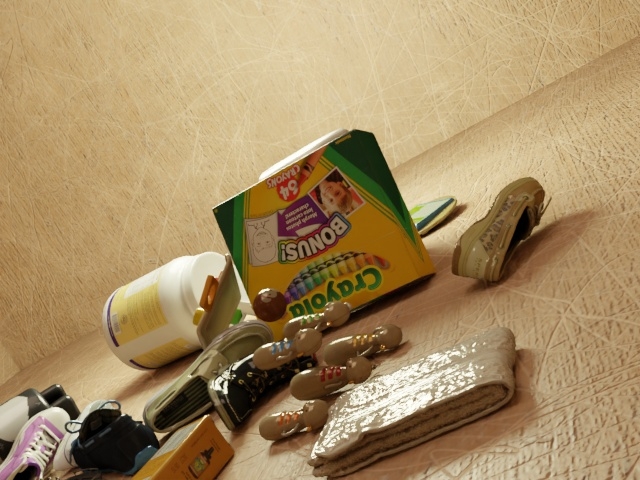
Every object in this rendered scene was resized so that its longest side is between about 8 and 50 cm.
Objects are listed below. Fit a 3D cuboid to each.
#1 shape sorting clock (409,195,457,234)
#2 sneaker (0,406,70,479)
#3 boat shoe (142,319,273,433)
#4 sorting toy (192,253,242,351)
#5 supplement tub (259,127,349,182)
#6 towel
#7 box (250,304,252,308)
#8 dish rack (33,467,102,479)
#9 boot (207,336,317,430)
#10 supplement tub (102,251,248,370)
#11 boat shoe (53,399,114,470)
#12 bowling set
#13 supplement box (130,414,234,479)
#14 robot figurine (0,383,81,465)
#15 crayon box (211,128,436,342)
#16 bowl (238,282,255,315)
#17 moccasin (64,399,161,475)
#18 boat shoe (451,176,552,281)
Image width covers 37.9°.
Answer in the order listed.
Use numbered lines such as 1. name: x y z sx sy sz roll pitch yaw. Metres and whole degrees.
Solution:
1. shape sorting clock: 0.244 -0.048 2.277 0.206 0.040 0.206 -28 12 6
2. sneaker: -0.594 0.459 1.952 0.161 0.102 0.282 -28 24 45
3. boat shoe: -0.206 0.270 1.789 0.302 0.109 0.094 -41 15 -10
4. sorting toy: -0.219 0.146 1.920 0.347 0.047 0.196 85 -161 -61
5. supplement tub: 0.037 -0.059 2.075 0.235 0.324 0.235 -30 8 5
6. towel: 0.118 0.201 1.186 0.282 0.049 0.187 -28 9 18
7. box: -0.090 0.156 2.073 0.102 0.087 0.101 -33 8 -8
8. dish rack: -0.533 0.490 1.691 0.271 0.074 0.208 -37 11 -39
9. boot: -0.098 0.236 1.632 0.179 0.085 0.236 -28 8 4
10. supplement tub: -0.374 0.181 2.404 0.331 0.241 0.241 -25 10 32
11. boat shoe: -0.520 0.420 2.027 0.076 0.083 0.226 -27 9 15
12. bowling set: -0.015 0.158 1.441 0.154 0.199 0.287 -23 15 36
13. supplement box: -0.220 0.354 1.371 0.080 0.078 0.233 -29 7 31
14. robot figurine: -0.691 0.450 2.140 0.278 0.173 0.209 -34 1 -23
15. crayon box: 0.000 0.000 1.866 0.363 0.313 0.106 -27 -10 25
16. bowl: -0.146 0.146 2.329 0.142 0.053 0.142 7 26 23
17. moccasin: -0.401 0.369 1.793 0.138 0.116 0.342 -37 10 -36
18. boat shoe: 0.331 -0.014 1.625 0.089 0.104 0.285 21 46 30
